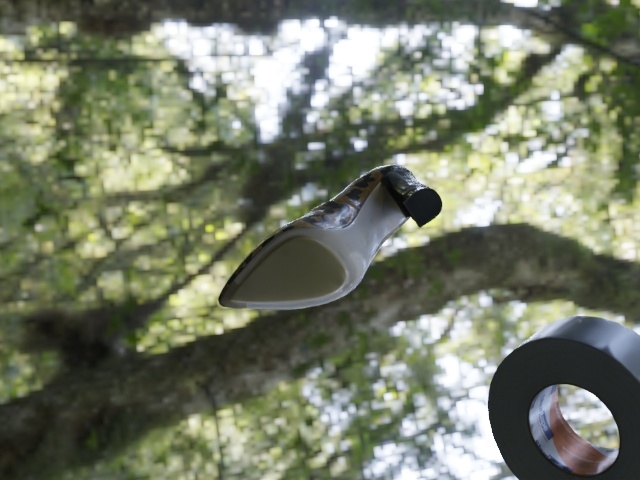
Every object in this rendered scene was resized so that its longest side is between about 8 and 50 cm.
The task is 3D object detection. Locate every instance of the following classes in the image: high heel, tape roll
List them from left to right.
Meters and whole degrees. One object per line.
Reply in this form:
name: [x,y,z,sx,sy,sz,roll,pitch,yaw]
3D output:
high heel: [0.000,0.000,1.660,0.093,0.261,0.186,65,-5,-13]
tape roll: [0.297,0.197,1.686,0.219,0.072,0.219,17,-60,32]
